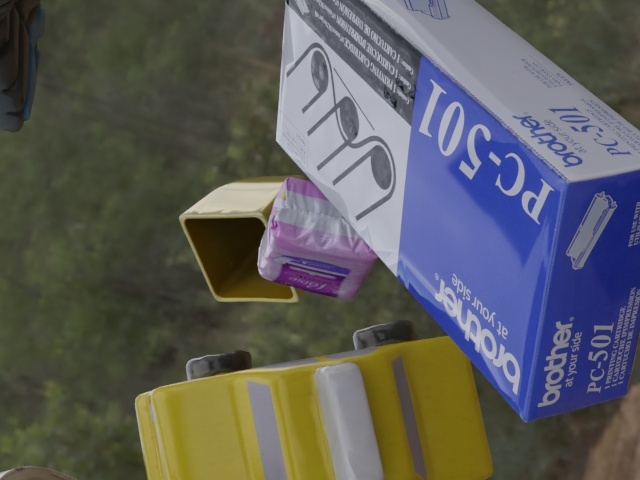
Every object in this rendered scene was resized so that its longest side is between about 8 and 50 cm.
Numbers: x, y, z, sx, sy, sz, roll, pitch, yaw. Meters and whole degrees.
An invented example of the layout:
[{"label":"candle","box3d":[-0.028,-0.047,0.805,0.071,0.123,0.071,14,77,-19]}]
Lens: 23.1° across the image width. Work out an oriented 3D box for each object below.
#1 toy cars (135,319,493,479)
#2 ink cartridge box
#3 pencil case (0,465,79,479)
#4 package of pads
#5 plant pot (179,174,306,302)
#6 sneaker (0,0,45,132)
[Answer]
[{"label":"toy cars","box3d":[0.093,0.153,0.810,0.176,0.394,0.087,-60,7,-17]},{"label":"ink cartridge box","box3d":[0.046,-0.034,0.584,0.207,0.046,0.097,49,143,48]},{"label":"pencil case","box3d":[-0.287,0.291,0.989,0.410,0.160,0.183,-31,36,19]},{"label":"package of pads","box3d":[0.000,0.000,0.697,0.083,0.050,0.032,114,171,-74]},{"label":"plant pot","box3d":[-0.042,-0.009,1.201,0.082,0.081,0.083,0,34,35]},{"label":"sneaker","box3d":[-0.234,-0.172,0.885,0.341,0.140,0.125,105,170,-58]}]
